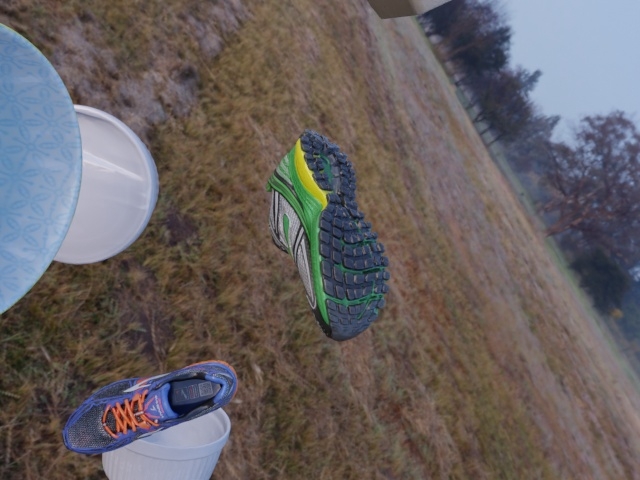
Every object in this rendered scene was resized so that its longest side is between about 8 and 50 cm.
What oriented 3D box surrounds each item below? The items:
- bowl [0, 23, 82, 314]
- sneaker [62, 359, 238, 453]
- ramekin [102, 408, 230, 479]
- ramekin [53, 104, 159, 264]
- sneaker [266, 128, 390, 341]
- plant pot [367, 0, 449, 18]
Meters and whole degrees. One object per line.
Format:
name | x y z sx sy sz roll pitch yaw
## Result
bowl | -0.381 -0.066 0.494 0.289 0.155 0.290 14 90 -77
sneaker | -0.210 0.203 0.676 0.083 0.221 0.087 68 -17 7
ramekin | -0.266 0.343 0.912 0.207 0.207 0.109 -2 109 -71
ramekin | -0.418 -0.103 0.970 0.273 0.272 0.127 59 4 -10
sneaker | 0.000 0.000 0.826 0.134 0.146 0.344 18 45 -35
plant pot | 0.071 -0.216 0.373 0.096 0.109 0.109 65 -6 -24
